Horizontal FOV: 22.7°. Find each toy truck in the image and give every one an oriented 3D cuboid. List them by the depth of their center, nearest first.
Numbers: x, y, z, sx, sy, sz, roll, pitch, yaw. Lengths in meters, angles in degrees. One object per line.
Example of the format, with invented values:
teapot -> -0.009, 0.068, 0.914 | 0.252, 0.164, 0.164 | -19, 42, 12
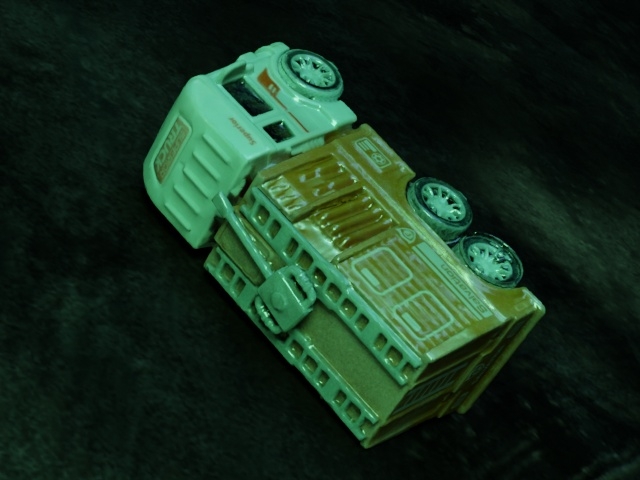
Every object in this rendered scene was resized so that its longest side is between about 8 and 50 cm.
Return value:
toy truck -> 0.000, 0.000, 1.176 | 0.305, 0.136, 0.162 | 47, 39, 18
